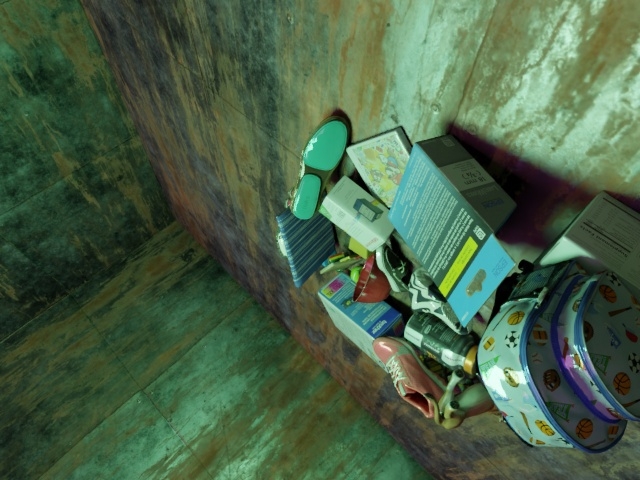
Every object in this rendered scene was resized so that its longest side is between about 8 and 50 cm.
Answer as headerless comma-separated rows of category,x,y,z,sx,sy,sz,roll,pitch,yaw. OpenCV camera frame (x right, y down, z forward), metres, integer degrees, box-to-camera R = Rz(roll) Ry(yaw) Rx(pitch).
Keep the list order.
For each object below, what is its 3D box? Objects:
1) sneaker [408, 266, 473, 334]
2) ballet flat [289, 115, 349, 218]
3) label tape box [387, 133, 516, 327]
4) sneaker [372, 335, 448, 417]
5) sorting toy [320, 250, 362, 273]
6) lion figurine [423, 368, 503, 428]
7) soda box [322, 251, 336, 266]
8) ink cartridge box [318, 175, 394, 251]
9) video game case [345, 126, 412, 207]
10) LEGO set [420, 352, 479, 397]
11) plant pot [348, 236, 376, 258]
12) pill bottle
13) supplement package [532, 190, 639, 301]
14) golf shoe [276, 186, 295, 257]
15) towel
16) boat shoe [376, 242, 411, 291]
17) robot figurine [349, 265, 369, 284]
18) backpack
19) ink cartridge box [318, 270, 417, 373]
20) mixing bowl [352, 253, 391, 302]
sneaker,0.356,0.199,1.344,0.235,0.094,0.153,45,158,12
ballet flat,-0.007,-0.223,1.288,0.116,0.124,0.342,14,124,-7
label tape box,0.294,-0.023,0.933,0.241,0.106,0.334,101,146,-51
sneaker,0.280,0.431,1.400,0.314,0.136,0.116,40,127,22
sorting toy,0.077,0.073,1.619,0.274,0.132,0.046,-41,64,64
lion figurine,0.461,0.484,1.308,0.142,0.392,0.240,-109,20,-47
soda box,0.000,0.000,1.703,0.067,0.071,0.210,29,150,39
ink cartridge box,0.112,-0.075,1.303,0.212,0.093,0.154,39,165,1
video game case,0.183,-0.182,1.162,0.206,0.026,0.227,57,156,-17
LEGO set,0.460,0.502,1.572,0.331,0.192,0.255,101,150,-67
plant pot,0.148,-0.007,1.427,0.081,0.081,0.083,34,142,33
pill bottle,0.404,0.331,1.408,0.245,0.130,0.130,27,148,42
supplement package,0.514,0.081,0.819,0.204,0.145,0.262,41,156,20
golf shoe,-0.082,-0.057,1.586,0.120,0.105,0.273,21,104,32
towel,-0.044,-0.021,1.519,0.040,0.243,0.336,20,140,31
boat shoe,0.245,0.087,1.397,0.070,0.078,0.219,1,140,37
robot figurine,0.162,0.138,1.628,0.115,0.067,0.101,33,-177,32
backpack,0.390,0.189,0.684,0.276,0.263,0.213,50,156,4
ink cartridge box,0.196,0.331,1.690,0.395,0.151,0.270,37,160,42
mixing bowl,0.190,0.144,1.496,0.098,0.181,0.181,23,156,-4
